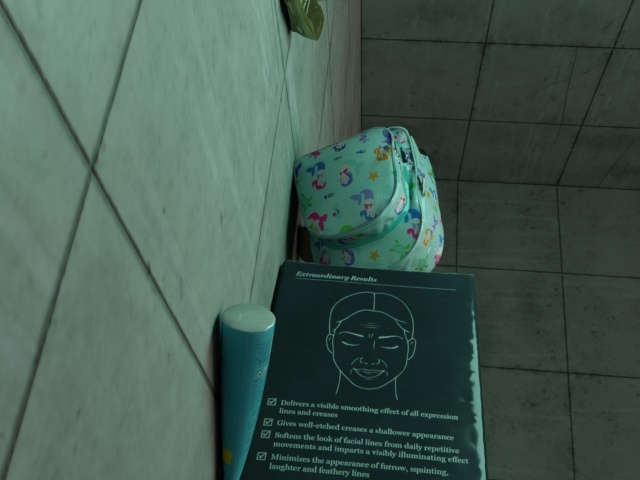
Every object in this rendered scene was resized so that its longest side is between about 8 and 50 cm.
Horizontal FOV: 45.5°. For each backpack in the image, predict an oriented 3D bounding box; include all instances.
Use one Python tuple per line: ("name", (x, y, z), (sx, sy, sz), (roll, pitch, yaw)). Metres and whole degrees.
("backpack", (0.079, -0.045, 1.241), (0.191, 0.225, 0.253), (28, 48, -59))

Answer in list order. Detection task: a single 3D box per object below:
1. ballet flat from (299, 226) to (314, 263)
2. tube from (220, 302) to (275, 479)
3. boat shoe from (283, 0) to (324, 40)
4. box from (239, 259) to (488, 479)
("ballet flat", (0.000, 0.000, 1.459), (0.232, 0.080, 0.073), (-20, 123, -75))
("tube", (-0.080, 0.166, 0.781), (0.080, 0.052, 0.207), (-65, 163, -64))
("boat shoe", (-0.032, -0.325, 1.041), (0.153, 0.048, 0.056), (49, 57, -74))
("box", (0.065, 0.239, 1.064), (0.395, 0.294, 0.212), (-80, 172, -49))
